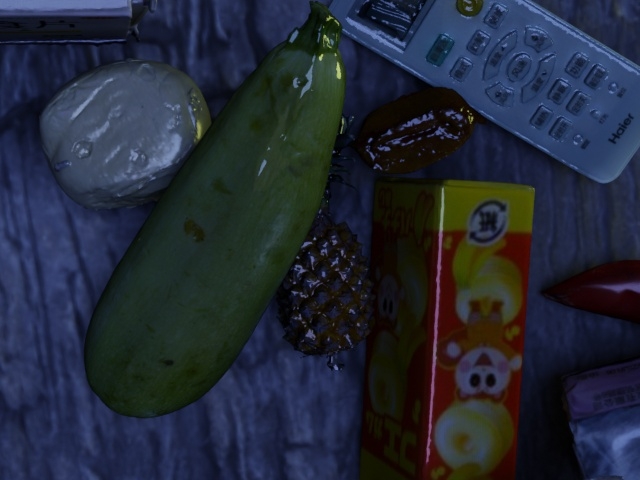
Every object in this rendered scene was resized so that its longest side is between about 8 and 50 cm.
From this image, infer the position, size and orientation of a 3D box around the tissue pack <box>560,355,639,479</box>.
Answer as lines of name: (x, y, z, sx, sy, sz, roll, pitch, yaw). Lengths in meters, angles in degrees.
tissue pack: (0.401, 0.195, 0.965, 0.361, 0.122, 0.259, -16, 105, 12)

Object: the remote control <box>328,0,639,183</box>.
remote control: (0.153, -0.158, 0.991, 0.293, 0.051, 0.103, 29, 109, -10)

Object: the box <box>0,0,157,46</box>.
box: (-0.287, -0.218, 0.844, 0.333, 0.173, 0.145, -2, 95, -10)

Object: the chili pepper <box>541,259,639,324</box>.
chili pepper: (0.380, 0.110, 1.047, 0.368, 0.092, 0.137, 39, 106, -4)

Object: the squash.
squash: (-0.068, -0.008, 0.873, 0.118, 0.118, 0.370, 28, 116, -11)

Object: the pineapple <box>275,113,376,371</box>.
pineapple: (-0.001, 0.000, 0.950, 0.083, 0.103, 0.221, -8, 96, -9)

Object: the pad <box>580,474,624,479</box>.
pad: (0.134, 0.254, 0.937, 0.176, 0.266, 0.002, -8, 56, -10)

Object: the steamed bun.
steamed bun: (-0.149, -0.085, 0.920, 0.130, 0.091, 0.112, -22, 86, 2)

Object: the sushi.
sushi: (0.075, -0.092, 0.979, 0.120, 0.055, 0.052, -26, 116, 10)

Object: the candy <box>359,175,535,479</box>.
candy: (0.098, 0.087, 0.949, 0.088, 0.146, 0.276, 3, 92, -20)
